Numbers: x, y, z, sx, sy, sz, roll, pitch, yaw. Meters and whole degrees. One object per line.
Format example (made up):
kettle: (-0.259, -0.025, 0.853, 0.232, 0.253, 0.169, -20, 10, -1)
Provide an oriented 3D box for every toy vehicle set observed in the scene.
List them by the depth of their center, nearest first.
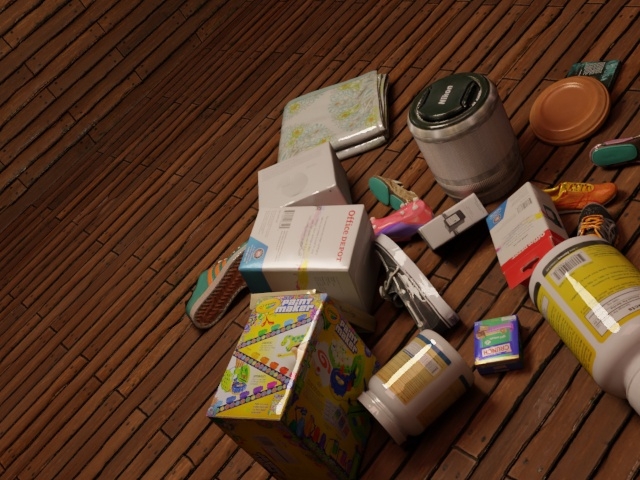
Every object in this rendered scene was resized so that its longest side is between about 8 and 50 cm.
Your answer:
toy vehicle set: (-0.011, 0.162, 1.658, 0.166, 0.267, 0.035, -6, 70, 31)

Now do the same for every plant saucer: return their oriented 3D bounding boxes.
plant saucer: (0.610, -0.327, 1.856, 0.200, 0.037, 0.200, -19, 53, 27)

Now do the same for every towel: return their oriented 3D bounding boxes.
towel: (0.040, -0.366, 2.324, 0.374, 0.090, 0.321, -18, 40, 21)

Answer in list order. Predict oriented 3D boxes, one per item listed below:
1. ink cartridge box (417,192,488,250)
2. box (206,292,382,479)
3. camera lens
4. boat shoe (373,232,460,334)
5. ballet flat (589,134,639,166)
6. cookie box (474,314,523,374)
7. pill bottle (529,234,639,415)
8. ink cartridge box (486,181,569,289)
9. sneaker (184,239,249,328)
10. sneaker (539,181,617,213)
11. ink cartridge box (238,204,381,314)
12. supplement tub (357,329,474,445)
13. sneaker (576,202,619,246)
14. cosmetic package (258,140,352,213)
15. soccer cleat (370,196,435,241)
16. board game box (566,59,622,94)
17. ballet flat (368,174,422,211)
ink cartridge box: (0.306, -0.039, 1.752, 0.150, 0.063, 0.109, -33, -7, 4)
box: (-0.031, 0.303, 1.495, 0.177, 0.290, 0.279, -6, 45, 34)
camera lens: (0.349, -0.246, 1.808, 0.219, 0.274, 0.219, -20, 40, 18)
boat shoe: (0.188, 0.106, 1.693, 0.105, 0.113, 0.306, -40, 53, 3)
ballet flat: (0.714, -0.208, 1.670, 0.221, 0.077, 0.079, -4, 28, 35)
cookie box: (0.357, 0.209, 1.508, 0.091, 0.040, 0.107, -14, 43, 24)
pill bottle: (0.526, 0.153, 1.321, 0.188, 0.188, 0.334, -31, 38, 5)
ink cartridge box: (0.446, 0.001, 1.597, 0.134, 0.078, 0.231, -45, 30, 31)
sneaker: (-0.257, 0.093, 2.030, 0.302, 0.108, 0.121, -47, 38, -6)
sneaker: (0.564, -0.099, 1.662, 0.175, 0.067, 0.064, -12, 41, 24)
ink cartridge box: (-0.016, 0.052, 1.787, 0.270, 0.197, 0.198, -1, 50, 21)
supplement tub: (0.185, 0.287, 1.469, 0.199, 0.144, 0.144, -41, 38, -8)
sneaker: (0.565, -0.007, 1.549, 0.084, 0.083, 0.215, -14, 41, 28)
cosmetic package: (-0.042, -0.121, 2.032, 0.224, 0.138, 0.225, -22, 38, 12)
soccer cleat: (0.168, -0.021, 1.868, 0.248, 0.095, 0.083, -26, 25, 25)
board game box: (0.679, -0.388, 1.917, 0.126, 0.026, 0.186, 6, 53, 40)
ballet flat: (0.201, -0.119, 1.970, 0.067, 0.073, 0.206, -16, 35, -21)
